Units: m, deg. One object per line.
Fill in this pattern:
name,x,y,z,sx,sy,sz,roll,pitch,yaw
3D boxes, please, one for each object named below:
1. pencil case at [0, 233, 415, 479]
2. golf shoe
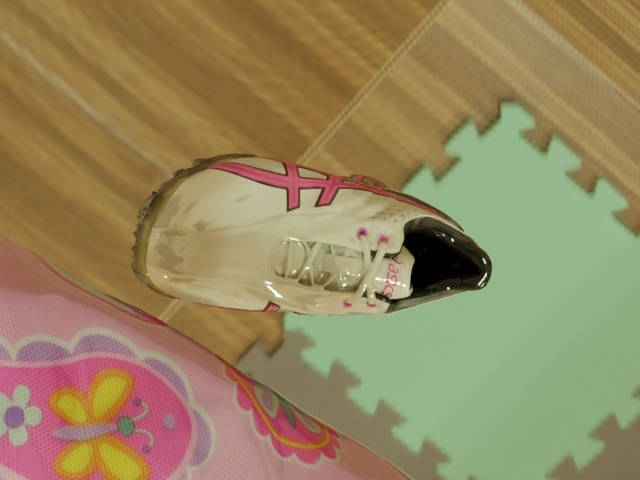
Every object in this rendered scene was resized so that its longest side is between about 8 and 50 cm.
pencil case,-0.067,0.091,0.583,0.284,0.124,0.124,30,109,-14
golf shoe,0.000,0.000,0.770,0.086,0.186,0.067,19,104,42
